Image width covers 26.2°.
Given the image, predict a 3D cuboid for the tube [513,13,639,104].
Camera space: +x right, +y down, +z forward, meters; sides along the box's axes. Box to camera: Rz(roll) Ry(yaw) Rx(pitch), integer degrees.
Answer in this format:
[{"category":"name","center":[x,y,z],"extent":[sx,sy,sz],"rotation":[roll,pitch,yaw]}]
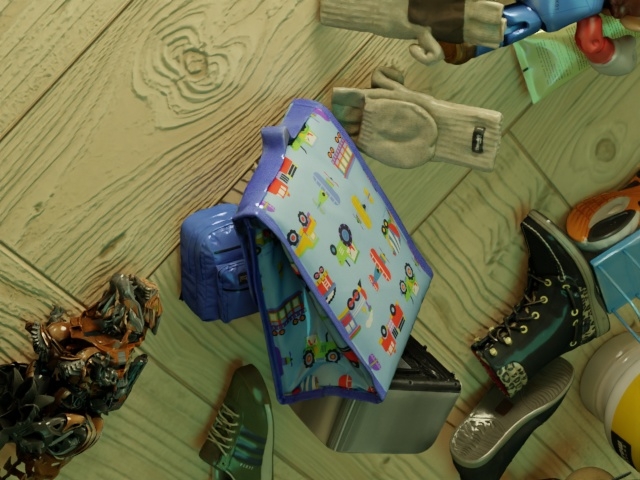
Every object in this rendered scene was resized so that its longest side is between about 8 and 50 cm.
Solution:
[{"category":"tube","center":[0.348,-0.264,1.697],"extent":[0.240,0.070,0.062],"rotation":[-30,166,-10]}]

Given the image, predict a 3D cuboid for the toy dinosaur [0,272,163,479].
[{"category":"toy dinosaur","center":[-0.290,0.179,1.489],"extent":[0.218,0.164,0.321],"rotation":[24,79,-54]}]

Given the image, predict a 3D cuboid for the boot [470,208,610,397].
[{"category":"boot","center":[0.276,0.089,1.823],"extent":[0.179,0.085,0.236],"rotation":[-37,127,-6]}]

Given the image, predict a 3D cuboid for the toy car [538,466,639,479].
[{"category":"toy car","center":[0.387,0.387,1.974],"extent":[0.188,0.149,0.155],"rotation":[-34,145,24]}]

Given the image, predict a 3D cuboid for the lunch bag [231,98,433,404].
[{"category":"lunch bag","center":[0.000,0.000,1.512],"extent":[0.221,0.138,0.293],"rotation":[-63,141,-47]}]

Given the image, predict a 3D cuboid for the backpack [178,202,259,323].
[{"category":"backpack","center":[-0.100,0.024,1.545],"extent":[0.098,0.101,0.120],"rotation":[-19,120,-30]}]

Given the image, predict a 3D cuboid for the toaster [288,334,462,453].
[{"category":"toaster","center":[0.051,0.172,1.672],"extent":[0.186,0.168,0.110],"rotation":[6,112,-35]}]

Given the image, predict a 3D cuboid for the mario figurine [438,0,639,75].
[{"category":"mario figurine","center":[0.284,-0.294,1.602],"extent":[0.321,0.170,0.198],"rotation":[-10,147,-11]}]

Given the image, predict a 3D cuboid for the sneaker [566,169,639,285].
[{"category":"sneaker","center":[0.452,-0.030,1.871],"extent":[0.262,0.099,0.121],"rotation":[-24,133,-9]}]

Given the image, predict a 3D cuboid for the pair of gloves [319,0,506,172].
[{"category":"pair of gloves","center":[0.104,-0.195,1.525],"extent":[0.204,0.042,0.240],"rotation":[4,116,13]}]

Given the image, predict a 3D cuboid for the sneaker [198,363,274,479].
[{"category":"sneaker","center":[-0.107,0.246,1.680],"extent":[0.086,0.064,0.192],"rotation":[-20,127,-27]}]

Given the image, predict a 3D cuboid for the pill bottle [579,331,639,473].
[{"category":"pill bottle","center":[0.517,0.264,1.904],"extent":[0.188,0.334,0.187],"rotation":[-14,121,-25]}]

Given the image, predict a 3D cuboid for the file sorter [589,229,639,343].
[{"category":"file sorter","center":[0.462,0.047,1.801],"extent":[0.170,0.104,0.118],"rotation":[-33,139,-3]}]

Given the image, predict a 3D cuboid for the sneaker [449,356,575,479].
[{"category":"sneaker","center":[0.265,0.255,1.922],"extent":[0.222,0.083,0.118],"rotation":[-37,148,-18]}]
